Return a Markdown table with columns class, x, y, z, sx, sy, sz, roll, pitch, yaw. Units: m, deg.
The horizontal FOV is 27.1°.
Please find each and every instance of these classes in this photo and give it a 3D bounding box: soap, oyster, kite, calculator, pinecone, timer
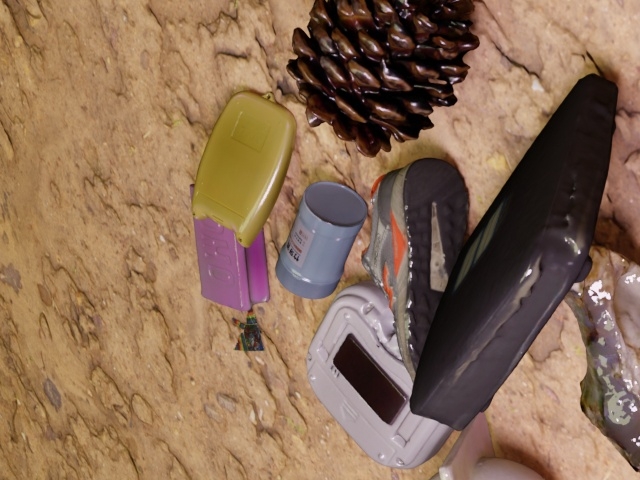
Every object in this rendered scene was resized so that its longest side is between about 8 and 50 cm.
| class | x | y | z | sx | sy | sz | roll | pitch | yaw |
| --- | --- | --- | --- | --- | --- | --- | --- | --- | --- |
| soap | -0.148 | 0.004 | 2.165 | 0.122 | 0.065 | 0.203 | 15 | 117 | 45 |
| oyster | 0.388 | 0.154 | 1.564 | 0.198 | 0.133 | 0.337 | -13 | 101 | 43 |
| kite | -0.122 | 0.156 | 2.252 | 0.090 | 0.004 | 0.122 | 40 | 133 | 31 |
| calculator | -0.120 | -0.119 | 2.046 | 0.157 | 0.033 | 0.236 | 28 | 103 | 32 |
| pinecone | 0.080 | -0.239 | 1.680 | 0.272 | 0.224 | 0.224 | -46 | 69 | 23 |
| timer | 0.090 | 0.201 | 1.960 | 0.262 | 0.087 | 0.237 | 47 | 136 | 22 |

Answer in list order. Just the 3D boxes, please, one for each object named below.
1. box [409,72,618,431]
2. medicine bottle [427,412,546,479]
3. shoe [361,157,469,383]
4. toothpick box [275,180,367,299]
| class | x | y | z | sx | sy | sz | roll | pitch | yaw |
| --- | --- | --- | --- | --- | --- | --- | --- | --- | --- |
| box | 0.231 | 0.014 | 1.533 | 0.091 | 0.359 | 0.350 | 26 | 135 | -3 |
| medicine bottle | 0.237 | 0.451 | 1.787 | 0.236 | 0.236 | 0.406 | -2 | 105 | 50 |
| shoe | 0.120 | 0.053 | 1.828 | 0.171 | 0.132 | 0.336 | 6 | 104 | 58 |
| toothpick box | 0.000 | 0.000 | 1.964 | 0.101 | 0.101 | 0.153 | 46 | 134 | 26 |
